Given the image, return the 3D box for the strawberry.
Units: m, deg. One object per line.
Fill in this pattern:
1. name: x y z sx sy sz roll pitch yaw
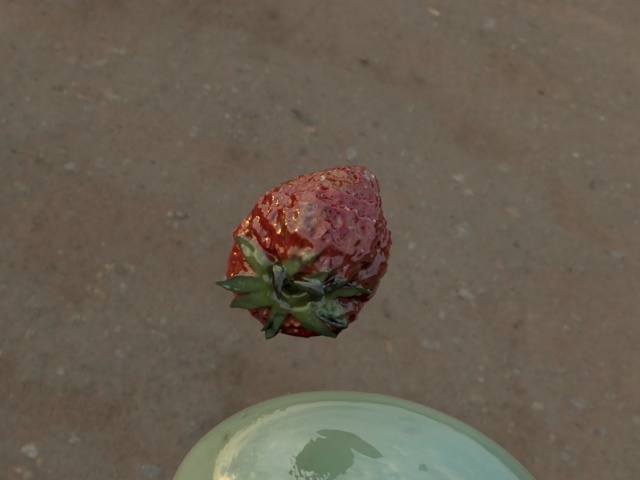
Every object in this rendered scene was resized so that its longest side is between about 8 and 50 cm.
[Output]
1. strawberry: -0.005 -0.002 0.816 0.131 0.131 0.148 16 53 -14

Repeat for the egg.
1. egg: 0.050 0.279 0.954 0.389 0.276 0.276 21 32 -9
